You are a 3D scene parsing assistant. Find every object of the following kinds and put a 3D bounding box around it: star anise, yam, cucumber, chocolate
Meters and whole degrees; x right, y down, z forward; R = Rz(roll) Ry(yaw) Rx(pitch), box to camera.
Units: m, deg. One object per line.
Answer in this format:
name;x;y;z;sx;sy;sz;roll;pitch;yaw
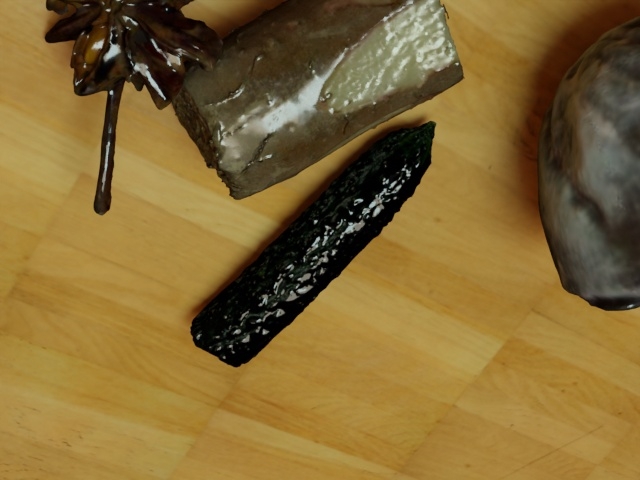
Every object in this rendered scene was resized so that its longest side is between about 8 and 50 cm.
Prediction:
star anise;-0.160;-0.156;0.705;0.177;0.073;0.234;49;118;9
yam;-0.004;-0.135;0.755;0.238;0.128;0.129;-28;86;0
cucumber;0.000;0.000;0.870;0.072;0.072;0.300;37;104;-31
chocolate;0.316;-0.095;0.806;0.303;0.303;0.213;-24;98;-2
